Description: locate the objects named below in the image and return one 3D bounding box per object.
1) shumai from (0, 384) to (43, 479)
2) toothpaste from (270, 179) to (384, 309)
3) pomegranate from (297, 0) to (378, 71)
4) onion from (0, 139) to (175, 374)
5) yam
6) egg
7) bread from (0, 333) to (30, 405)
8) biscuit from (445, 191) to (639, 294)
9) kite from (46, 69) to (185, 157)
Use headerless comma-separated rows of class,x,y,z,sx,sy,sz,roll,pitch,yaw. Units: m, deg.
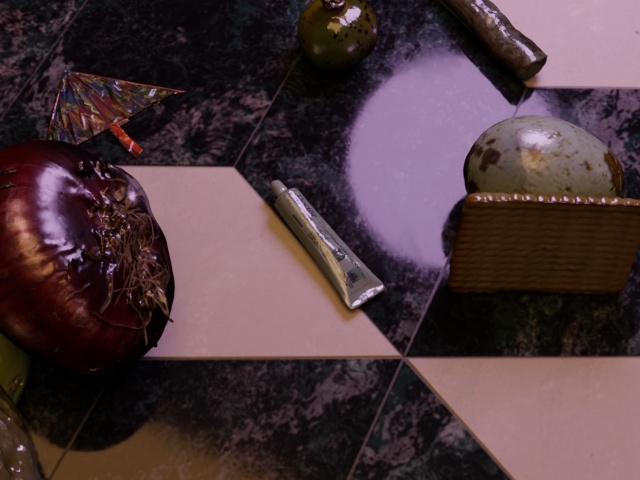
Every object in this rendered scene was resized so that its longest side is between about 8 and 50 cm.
shumai,-0.529,0.283,1.330,0.323,0.397,0.324,-39,56,18
toothpaste,0.000,0.000,1.684,0.064,0.041,0.218,-31,71,-26
pomegranate,0.028,-0.312,1.808,0.130,0.130,0.130,2,61,-4
onion,-0.322,0.022,1.513,0.232,0.314,0.314,-23,60,21
yam,0.244,-0.353,1.891,0.061,0.061,0.274,-31,67,-20
egg,0.310,-0.088,1.685,0.231,0.169,0.169,3,60,-13
bread,-0.520,0.167,1.538,0.301,0.045,0.301,2,60,-3
biscuit,0.300,0.006,1.635,0.254,0.172,0.029,1,44,-5
kite,-0.313,-0.190,1.774,0.232,0.009,0.189,-34,69,-21
